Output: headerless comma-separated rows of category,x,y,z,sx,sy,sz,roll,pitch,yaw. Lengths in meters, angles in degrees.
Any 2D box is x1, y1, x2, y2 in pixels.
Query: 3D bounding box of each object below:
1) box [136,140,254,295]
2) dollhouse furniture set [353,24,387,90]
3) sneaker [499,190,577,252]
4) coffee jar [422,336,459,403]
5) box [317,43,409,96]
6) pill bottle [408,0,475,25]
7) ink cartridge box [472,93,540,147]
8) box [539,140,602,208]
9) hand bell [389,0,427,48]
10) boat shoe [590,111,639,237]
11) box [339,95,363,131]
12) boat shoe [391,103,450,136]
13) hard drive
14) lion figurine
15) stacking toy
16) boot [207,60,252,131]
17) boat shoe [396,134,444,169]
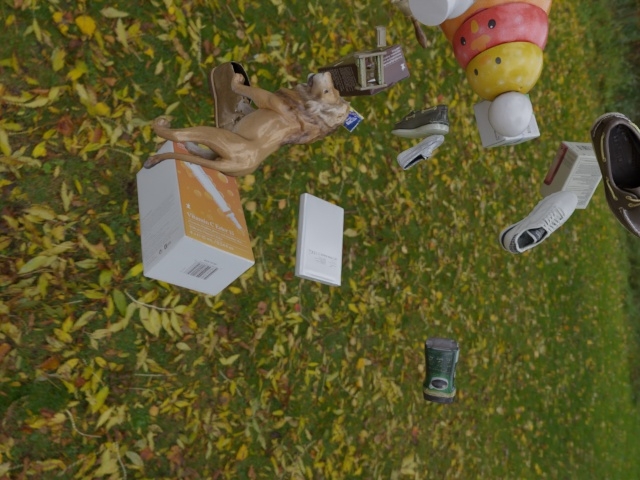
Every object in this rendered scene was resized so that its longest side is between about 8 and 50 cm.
box,-0.330,-0.062,1.263,0.215,0.168,0.345,25,36,-45
dollhouse furniture set,0.146,-0.609,1.599,0.161,0.101,0.182,-108,-171,-57
sneaker,0.595,-0.044,1.297,0.235,0.095,0.090,-40,94,3
coffee jar,0.339,0.371,1.380,0.079,0.096,0.184,-47,139,-67
box,0.162,-0.680,1.974,0.191,0.381,0.143,-31,117,-17
pill bottle,0.306,-0.592,1.100,0.246,0.136,0.136,-47,120,-25
ink cartridge box,0.626,-0.404,1.641,0.212,0.093,0.154,-14,89,-37
box,0.989,-0.254,1.901,0.148,0.127,0.232,2,127,-11
hand bell,0.382,-0.884,1.964,0.242,0.126,0.126,54,51,-38
boat shoe,0.715,-0.135,1.116,0.324,0.116,0.097,64,25,-11
box,0.047,-0.373,1.369,0.169,0.059,0.054,24,25,-49
boat shoe,0.356,-0.422,1.743,0.109,0.305,0.091,5,95,-23
hard drive,0.000,0.000,1.801,0.203,0.040,0.308,19,65,-39
lion figurine,-0.129,-0.213,0.967,0.392,0.240,0.142,-49,159,-28
stacking toy,0.527,-0.525,1.394,0.350,0.350,0.480,12,68,-46
boot,-0.254,-0.389,1.481,0.112,0.115,0.305,-23,101,-46
boat shoe,0.365,-0.316,1.747,0.063,0.184,0.066,67,6,26
